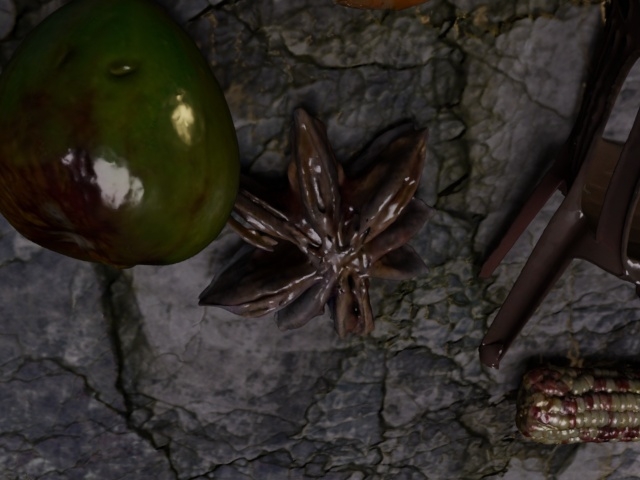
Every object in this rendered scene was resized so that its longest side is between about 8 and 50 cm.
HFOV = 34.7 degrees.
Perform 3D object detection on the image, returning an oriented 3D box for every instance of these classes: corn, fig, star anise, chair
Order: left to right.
[{"bbox_3d":[-0.145,-0.073,0.714,0.181,0.181,0.191,6,97,-11],"label":"fig"},{"bbox_3d":[0.000,0.000,0.832,0.229,0.093,0.236,-24,129,4],"label":"star anise"},{"bbox_3d":[0.302,0.157,0.986,0.237,0.079,0.079,1,126,-7],"label":"corn"},{"bbox_3d":[0.253,-0.037,0.779,0.183,0.175,0.326,13,130,-5],"label":"chair"}]

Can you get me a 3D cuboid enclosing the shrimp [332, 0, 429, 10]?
[{"bbox_3d":[0.033,-0.287,0.642,0.222,0.054,0.290,10,124,-12],"label":"shrimp"}]
